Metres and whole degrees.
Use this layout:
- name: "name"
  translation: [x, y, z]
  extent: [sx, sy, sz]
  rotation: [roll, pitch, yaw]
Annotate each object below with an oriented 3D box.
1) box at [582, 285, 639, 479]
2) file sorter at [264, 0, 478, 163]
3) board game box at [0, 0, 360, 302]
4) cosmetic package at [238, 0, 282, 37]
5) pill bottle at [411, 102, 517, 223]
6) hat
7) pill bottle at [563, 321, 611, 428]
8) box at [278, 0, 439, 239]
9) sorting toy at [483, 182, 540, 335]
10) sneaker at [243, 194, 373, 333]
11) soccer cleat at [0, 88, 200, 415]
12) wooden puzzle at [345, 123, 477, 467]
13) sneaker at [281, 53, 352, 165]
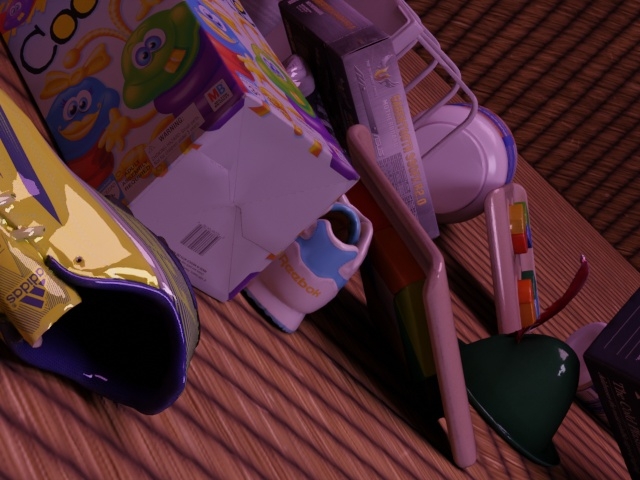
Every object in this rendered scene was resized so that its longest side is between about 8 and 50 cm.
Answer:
- name: "box"
  translation: [0.465, 0.210, 1.659]
  extent: [0.312, 0.179, 0.343]
  rotation: [26, -25, 41]
- name: "file sorter"
  translation: [0.038, -0.209, 1.986]
  extent: [0.173, 0.193, 0.277]
  rotation: [42, 13, -37]
- name: "board game box"
  translation: [-0.114, -0.113, 1.256]
  extent: [0.144, 0.142, 0.275]
  rotation: [34, 18, -48]
- name: "cosmetic package"
  translation: [-0.156, -0.312, 1.858]
  extent: [0.238, 0.107, 0.127]
  rotation: [47, 9, 16]
- name: "pill bottle"
  translation: [0.170, -0.101, 2.176]
  extent: [0.152, 0.152, 0.272]
  rotation: [48, 11, 3]
- name: "hat"
  translation: [0.239, 0.105, 1.668]
  extent: [0.173, 0.183, 0.208]
  rotation: [43, 13, -10]
- name: "pill bottle"
  translation: [0.378, 0.186, 2.106]
  extent: [0.169, 0.094, 0.094]
  rotation: [42, 13, -24]
- name: "box"
  translation: [0.038, -0.125, 1.715]
  extent: [0.183, 0.056, 0.231]
  rotation: [46, -23, 58]
- name: "sorting toy"
  translation: [0.241, 0.027, 2.045]
  extent: [0.208, 0.038, 0.193]
  rotation: [-16, 100, -75]
- name: "sneaker"
  translation: [0.000, 0.000, 1.382]
  extent: [0.087, 0.092, 0.228]
  rotation: [45, 16, -10]
- name: "soccer cleat"
  translation: [-0.168, -0.008, 0.861]
  extent: [0.289, 0.093, 0.121]
  rotation: [38, 22, -34]
- name: "wooden puzzle"
  translation: [0.070, 0.047, 1.441]
  extent: [0.238, 0.044, 0.221]
  rotation: [-114, -172, -51]
- name: "sneaker"
  translation: [-0.010, -0.076, 1.617]
  extent: [0.153, 0.101, 0.268]
  rotation: [44, 18, -16]
